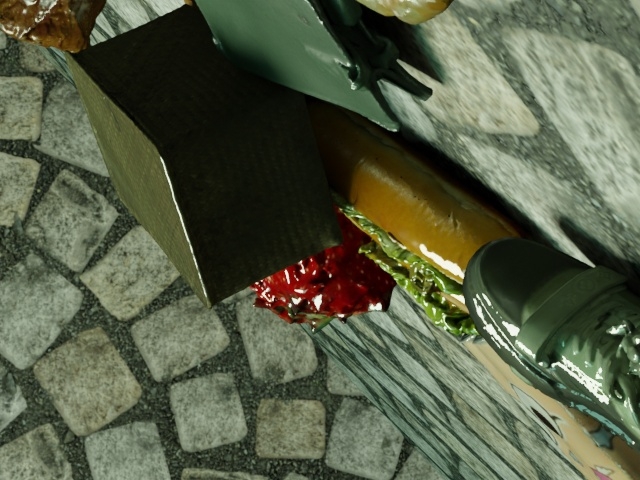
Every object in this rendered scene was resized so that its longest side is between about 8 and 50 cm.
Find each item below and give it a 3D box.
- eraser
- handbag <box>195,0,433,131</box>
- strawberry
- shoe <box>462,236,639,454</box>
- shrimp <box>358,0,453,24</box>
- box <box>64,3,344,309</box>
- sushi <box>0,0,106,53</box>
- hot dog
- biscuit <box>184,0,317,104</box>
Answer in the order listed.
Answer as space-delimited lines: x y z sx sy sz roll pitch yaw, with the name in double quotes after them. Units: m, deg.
0.262 0.176 1.378 0.290 0.087 0.171 47 175 -1 "eraser"
-0.045 -0.211 1.127 0.260 0.079 0.247 36 167 47 "handbag"
0.000 0.000 1.607 0.187 0.184 0.202 3 -103 -70 "strawberry"
0.225 0.077 1.065 0.293 0.109 0.149 40 166 20 "shoe"
-0.020 -0.252 0.896 0.294 0.062 0.154 43 159 4 "shrimp"
-0.114 -0.089 1.366 0.273 0.143 0.184 42 154 53 "box"
-0.333 -0.327 1.807 0.166 0.179 0.296 23 -173 2 "sushi"
0.085 -0.014 1.320 0.337 0.100 0.135 41 169 38 "hot dog"
-0.070 -0.182 1.495 0.202 0.047 0.334 47 171 -1 "biscuit"
